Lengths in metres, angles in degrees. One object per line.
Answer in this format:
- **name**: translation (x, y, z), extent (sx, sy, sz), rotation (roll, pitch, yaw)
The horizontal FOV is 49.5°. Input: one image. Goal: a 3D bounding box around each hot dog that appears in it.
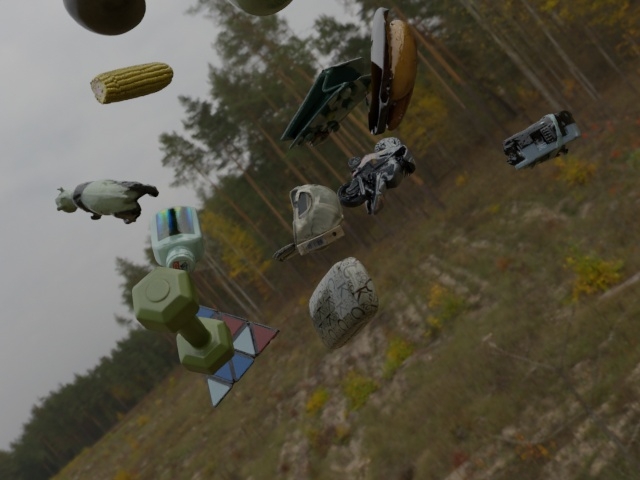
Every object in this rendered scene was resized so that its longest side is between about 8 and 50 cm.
- **hot dog**: translation (0.190, -0.427, 1.782), extent (0.107, 0.326, 0.194), rotation (4, 6, -9)

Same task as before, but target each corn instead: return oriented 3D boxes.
- **corn**: translation (-0.473, -0.401, 1.756), extent (0.081, 0.081, 0.248), rotation (-39, -3, 39)

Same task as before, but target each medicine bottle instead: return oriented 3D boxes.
- **medicine bottle**: translation (-0.344, 0.002, 1.676), extent (0.121, 0.083, 0.229), rotation (-12, 33, -9)

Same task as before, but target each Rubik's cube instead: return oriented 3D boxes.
- **Rubik's cube**: translation (-0.199, 0.236, 1.813), extent (0.234, 0.250, 0.284), rotation (-25, 11, 45)

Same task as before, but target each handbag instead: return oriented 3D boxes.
- **handbag**: translation (0.036, -0.387, 2.001), extent (0.274, 0.100, 0.268), rotation (-51, -7, 30)

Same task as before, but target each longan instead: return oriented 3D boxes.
- **longan**: translation (-0.615, -0.706, 2.000), extent (0.248, 0.248, 0.248), rotation (-40, 1, 1)

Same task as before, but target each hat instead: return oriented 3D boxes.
- **hat**: translation (-0.031, -0.037, 1.934), extent (0.275, 0.161, 0.232), rotation (130, 160, -58)

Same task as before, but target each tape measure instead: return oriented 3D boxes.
- **tape measure**: translation (0.550, -0.243, 1.720), extent (0.181, 0.107, 0.182), rotation (-28, -7, 21)

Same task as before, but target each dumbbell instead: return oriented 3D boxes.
- **dumbbell**: translation (-0.256, 0.161, 1.334), extent (0.108, 0.121, 0.302), rotation (-18, -33, 1)

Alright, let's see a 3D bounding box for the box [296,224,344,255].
- **box**: translation (0.000, 0.000, 1.334), extent (0.053, 0.024, 0.083), rotation (-29, 2, -43)

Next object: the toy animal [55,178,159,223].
- **toy animal**: translation (-0.481, -0.089, 1.531), extent (0.225, 0.094, 0.121), rotation (6, -2, 21)

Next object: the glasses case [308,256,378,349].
- **glasses case**: translation (0.046, 0.150, 1.560), extent (0.085, 0.137, 0.355), rotation (-19, -18, -20)

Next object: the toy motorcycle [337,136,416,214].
- **toy motorcycle**: translation (0.179, -0.198, 2.051), extent (0.173, 0.108, 0.307), rotation (16, 56, 33)

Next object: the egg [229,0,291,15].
- **egg**: translation (-0.144, -0.678, 1.683), extent (0.218, 0.218, 0.295), rotation (-41, -6, -17)
